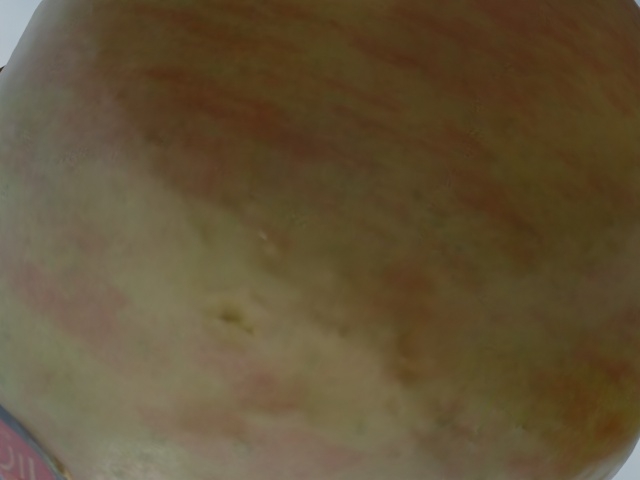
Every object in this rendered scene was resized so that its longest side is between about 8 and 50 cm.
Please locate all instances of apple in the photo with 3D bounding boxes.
[{"bbox_3d":[0.000,0.000,0.971,0.346,0.391,0.391,26,-165,-4],"label":"apple"}]

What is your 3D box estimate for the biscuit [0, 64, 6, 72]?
[{"bbox_3d":[-0.180,0.005,1.251,0.158,0.240,0.035,2,168,-18],"label":"biscuit"}]
